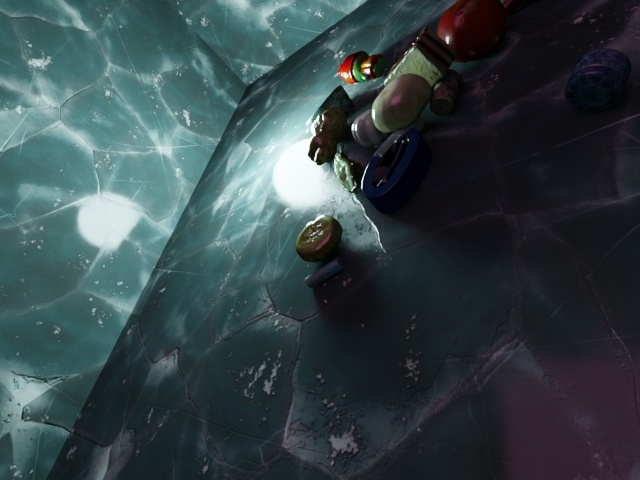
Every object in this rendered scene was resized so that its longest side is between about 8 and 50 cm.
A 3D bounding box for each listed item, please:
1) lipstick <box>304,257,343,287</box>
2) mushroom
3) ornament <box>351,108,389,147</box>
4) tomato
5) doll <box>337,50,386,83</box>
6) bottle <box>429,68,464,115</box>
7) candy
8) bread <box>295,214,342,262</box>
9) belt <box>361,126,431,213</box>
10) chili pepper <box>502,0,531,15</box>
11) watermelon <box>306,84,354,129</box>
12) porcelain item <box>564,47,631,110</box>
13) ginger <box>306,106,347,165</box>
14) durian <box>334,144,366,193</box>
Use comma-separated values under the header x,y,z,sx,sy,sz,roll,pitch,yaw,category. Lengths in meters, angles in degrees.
x,y,z,sx,sy,sz,roll,pitch,yaw,category
0.013,0.127,1.549,0.158,0.048,0.048,-33,37,21,lipstick
0.351,-0.541,1.666,0.260,0.234,0.254,-30,33,34,mushroom
0.237,-0.508,1.842,0.177,0.177,0.177,-29,39,26,ornament
0.637,-0.914,1.728,0.298,0.226,0.298,-30,40,29,tomato
0.214,-0.998,2.328,0.363,0.160,0.182,20,79,54,doll
0.530,-0.626,1.678,0.110,0.097,0.209,5,59,31,bottle
0.422,-0.738,1.732,0.135,0.179,0.321,-58,9,-13,candy
0.000,0.000,1.637,0.213,0.105,0.213,-25,41,24,bread
0.295,-0.275,1.575,0.212,0.117,0.347,10,65,50,belt
0.904,-1.038,1.697,0.368,0.092,0.137,-10,68,51,chili pepper
0.062,-0.727,2.294,0.318,0.148,0.226,-39,15,37,watermelon
0.804,-0.462,1.171,0.147,0.147,0.114,10,64,51,porcelain item
0.024,-0.521,2.076,0.256,0.176,0.375,-36,34,48,ginger
0.131,-0.303,1.786,0.132,0.106,0.375,-38,37,19,durian
